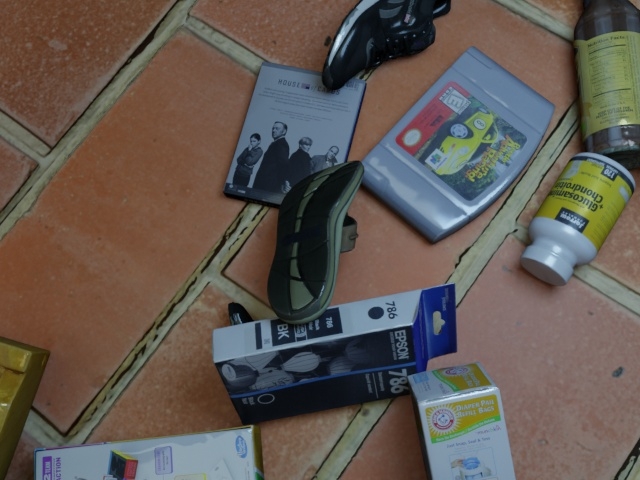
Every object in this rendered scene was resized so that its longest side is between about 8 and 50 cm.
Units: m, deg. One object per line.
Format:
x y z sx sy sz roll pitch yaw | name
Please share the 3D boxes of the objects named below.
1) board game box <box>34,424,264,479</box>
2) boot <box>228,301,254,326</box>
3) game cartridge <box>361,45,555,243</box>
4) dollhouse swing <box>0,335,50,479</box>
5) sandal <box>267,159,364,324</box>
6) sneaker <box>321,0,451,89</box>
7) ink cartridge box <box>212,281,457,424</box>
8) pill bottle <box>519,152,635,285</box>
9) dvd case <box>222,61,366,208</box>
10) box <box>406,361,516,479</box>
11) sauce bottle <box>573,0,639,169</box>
-0.235 0.395 0.983 0.317 0.064 0.242 -6 74 3 | board game box
-0.077 0.138 1.051 0.099 0.045 0.121 -18 81 2 | boot
0.219 -0.146 1.102 0.196 0.060 0.294 41 82 10 | game cartridge
-0.579 0.272 0.943 0.305 0.315 0.346 20 77 -11 | dollhouse swing
-0.002 0.001 1.006 0.120 0.086 0.302 -10 46 30 | sandal
0.117 -0.336 1.126 0.124 0.107 0.283 34 73 6 | sneaker
0.032 0.160 0.972 0.333 0.165 0.065 -13 44 2 | ink cartridge box
0.370 -0.029 1.029 0.103 0.103 0.184 32 79 12 | pill bottle
-0.039 -0.165 1.139 0.180 0.029 0.238 13 76 8 | dvd case
0.187 0.276 0.922 0.103 0.114 0.203 -12 98 1 | box
0.451 -0.281 1.089 0.112 0.111 0.344 1 73 5 | sauce bottle
